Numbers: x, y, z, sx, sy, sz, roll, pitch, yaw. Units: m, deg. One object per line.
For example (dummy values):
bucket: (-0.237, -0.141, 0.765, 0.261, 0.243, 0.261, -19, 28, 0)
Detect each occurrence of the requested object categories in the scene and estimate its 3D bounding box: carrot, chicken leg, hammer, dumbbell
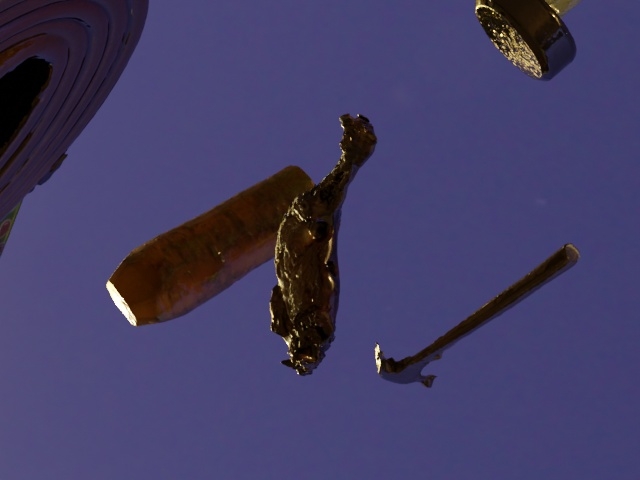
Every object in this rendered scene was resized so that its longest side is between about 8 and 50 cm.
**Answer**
carrot: (-0.140, 0.010, 2.265, 0.114, 0.302, 0.114, 55, -14, 20)
chicken leg: (0.000, 0.000, 1.525, 0.106, 0.051, 0.253, -133, -129, -59)
hammer: (0.178, 0.086, 1.889, 0.297, 0.125, 0.027, -36, -127, 35)
dumbbell: (0.236, -0.236, 1.493, 0.191, 0.100, 0.100, -41, -135, -6)

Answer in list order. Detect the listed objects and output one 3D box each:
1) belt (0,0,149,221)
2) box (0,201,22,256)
belt: (-0.230, -0.056, 0.835, 0.338, 0.217, 0.122, -44, -103, 29)
box: (-0.376, -0.077, 1.832, 0.097, 0.134, 0.345, 31, -78, 39)
